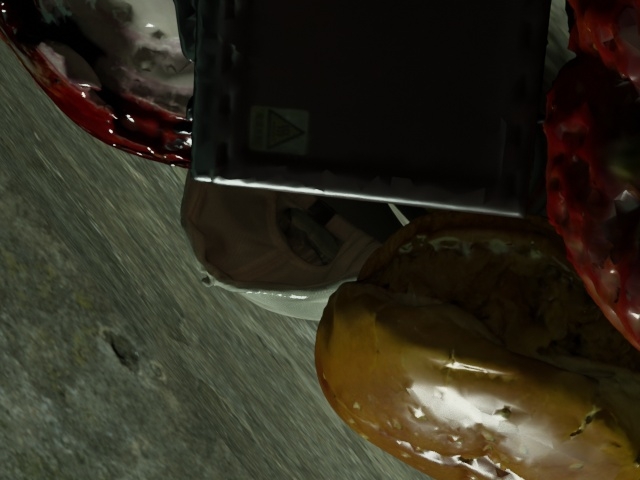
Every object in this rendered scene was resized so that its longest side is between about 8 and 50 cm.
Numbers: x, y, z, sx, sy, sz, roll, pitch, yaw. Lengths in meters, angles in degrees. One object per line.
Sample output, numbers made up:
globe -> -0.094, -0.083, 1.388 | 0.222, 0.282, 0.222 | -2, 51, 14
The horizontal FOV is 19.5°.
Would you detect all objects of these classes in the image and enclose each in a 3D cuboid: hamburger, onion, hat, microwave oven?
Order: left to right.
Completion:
onion -> -0.071, -0.205, 1.166 | 0.341, 0.341, 0.341 | 47, 163, 19
hat -> 0.000, 0.000, 1.600 | 0.219, 0.164, 0.226 | 43, -175, 30
microwave oven -> 0.028, -0.153, 0.920 | 0.178, 0.188, 0.247 | -62, -23, -68
hamburger -> 0.138, 0.103, 1.373 | 0.290, 0.170, 0.314 | 25, 163, 3

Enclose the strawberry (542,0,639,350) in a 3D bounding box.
strawberry -> 0.220, -0.057, 0.858 | 0.239, 0.250, 0.288 | 10, -173, 1

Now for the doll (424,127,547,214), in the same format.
doll -> 0.074, -0.075, 1.394 | 0.200, 0.105, 0.336 | 43, 168, -18
